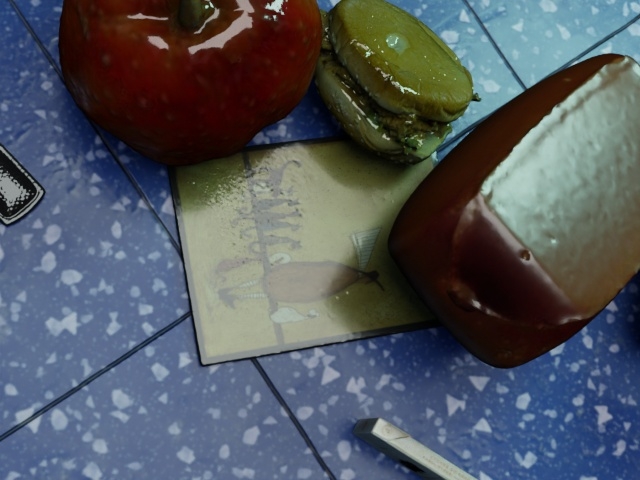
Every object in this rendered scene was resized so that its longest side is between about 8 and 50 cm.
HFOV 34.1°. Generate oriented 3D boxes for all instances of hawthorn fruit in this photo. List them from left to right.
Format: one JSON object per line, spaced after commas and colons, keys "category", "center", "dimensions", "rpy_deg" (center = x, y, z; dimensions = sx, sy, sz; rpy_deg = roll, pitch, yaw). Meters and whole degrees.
{"category": "hawthorn fruit", "center": [-0.139, -0.221, 1.108], "dimensions": [0.287, 0.330, 0.287], "rpy_deg": [0, 87, -7]}

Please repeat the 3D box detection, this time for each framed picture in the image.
{"category": "framed picture", "center": [0.000, 0.000, 1.257], "dimensions": [0.338, 0.014, 0.255], "rpy_deg": [-8, 80, -14]}

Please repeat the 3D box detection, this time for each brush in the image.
{"category": "brush", "center": [-0.399, -0.102, 1.187], "dimensions": [0.193, 0.016, 0.063], "rpy_deg": [46, 72, -1]}

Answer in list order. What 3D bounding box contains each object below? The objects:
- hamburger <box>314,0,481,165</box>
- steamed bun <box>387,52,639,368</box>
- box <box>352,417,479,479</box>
{"category": "hamburger", "center": [0.075, -0.197, 1.244], "dimensions": [0.215, 0.122, 0.189], "rpy_deg": [45, 39, 4]}
{"category": "steamed bun", "center": [0.243, -0.031, 1.195], "dimensions": [0.235, 0.248, 0.379], "rpy_deg": [49, 62, -3]}
{"category": "box", "center": [0.120, 0.255, 1.192], "dimensions": [0.167, 0.090, 0.024], "rpy_deg": [33, 74, -5]}
